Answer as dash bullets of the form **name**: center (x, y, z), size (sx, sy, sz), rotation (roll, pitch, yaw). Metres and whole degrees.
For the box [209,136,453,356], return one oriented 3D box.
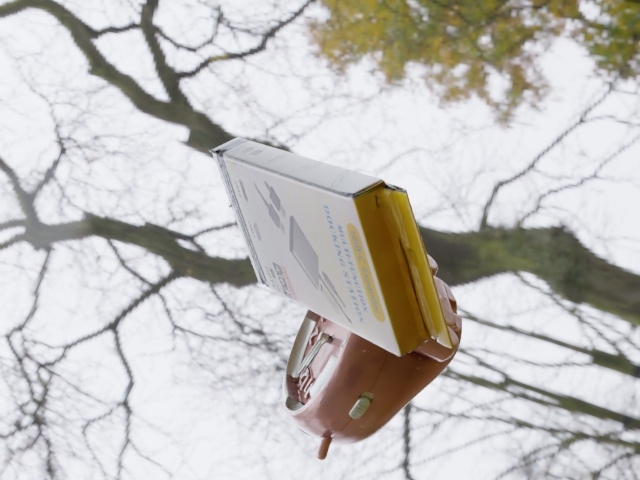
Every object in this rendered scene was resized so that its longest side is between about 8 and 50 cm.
- **box**: center (0.000, 0.000, 0.847), size (0.033, 0.247, 0.129), rotation (-27, -67, -22)

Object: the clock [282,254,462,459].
- **clock**: center (0.052, 0.139, 1.354), size (0.142, 0.227, 0.241), rotation (28, -68, -16)
